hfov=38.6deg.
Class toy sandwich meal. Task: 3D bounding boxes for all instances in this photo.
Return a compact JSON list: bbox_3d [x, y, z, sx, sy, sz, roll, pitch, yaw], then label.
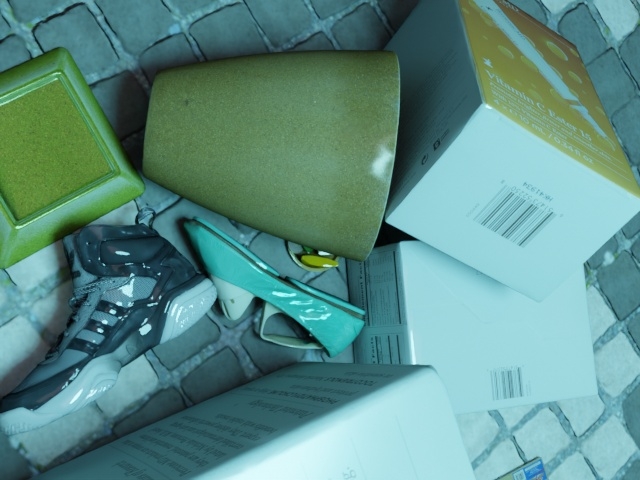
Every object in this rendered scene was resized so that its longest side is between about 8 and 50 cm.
[{"bbox_3d":[0.000,0.000,1.115,0.085,0.029,0.086,3,83,-25],"label":"toy sandwich meal"}]

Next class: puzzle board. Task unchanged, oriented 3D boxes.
[{"bbox_3d":[0.258,0.356,1.207,0.128,0.011,0.097,-20,91,-26],"label":"puzzle board"}]

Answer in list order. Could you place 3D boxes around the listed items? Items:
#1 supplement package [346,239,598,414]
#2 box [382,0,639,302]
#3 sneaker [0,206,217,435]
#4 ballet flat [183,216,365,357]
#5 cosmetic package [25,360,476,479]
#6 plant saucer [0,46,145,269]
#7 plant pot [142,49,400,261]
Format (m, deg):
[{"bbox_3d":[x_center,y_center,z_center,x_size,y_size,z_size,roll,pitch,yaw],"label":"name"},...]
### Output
[{"bbox_3d":[0.184,0.104,1.126,0.261,0.145,0.204,-2,84,-25],"label":"supplement package"},{"bbox_3d":[0.197,-0.134,1.050,0.215,0.168,0.345,26,34,-19],"label":"box"},{"bbox_3d":[-0.248,0.075,0.955,0.268,0.101,0.153,-37,99,-30],"label":"sneaker"},{"bbox_3d":[-0.063,0.066,1.053,0.247,0.083,0.087,30,86,-17],"label":"ballet flat"},{"bbox_3d":[-0.070,0.338,0.879,0.393,0.327,0.330,-22,94,-25],"label":"cosmetic package"},{"bbox_3d":[-0.304,-0.095,0.974,0.188,0.045,0.188,-32,98,-25],"label":"plant saucer"},{"bbox_3d":[-0.061,-0.111,1.011,0.254,0.237,0.237,8,80,-6],"label":"plant pot"}]
